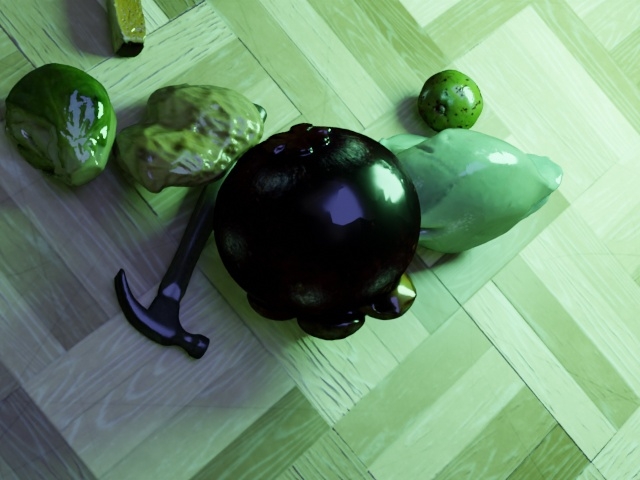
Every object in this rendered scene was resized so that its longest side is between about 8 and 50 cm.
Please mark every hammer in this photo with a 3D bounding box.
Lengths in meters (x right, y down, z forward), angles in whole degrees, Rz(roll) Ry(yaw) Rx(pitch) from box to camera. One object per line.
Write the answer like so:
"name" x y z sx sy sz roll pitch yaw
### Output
"hammer" -0.175 -0.036 1.984 0.168 0.044 0.440 30 58 -13

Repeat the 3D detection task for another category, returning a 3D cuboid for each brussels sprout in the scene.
"brussels sprout" -0.370 -0.175 1.896 0.183 0.131 0.145 45 62 4

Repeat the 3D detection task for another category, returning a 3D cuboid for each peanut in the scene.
"peanut" -0.204 -0.155 1.957 0.196 0.110 0.233 23 56 26

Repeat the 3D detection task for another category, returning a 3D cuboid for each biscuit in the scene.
"biscuit" -0.317 -0.384 2.061 0.052 0.056 0.188 -2 70 -25

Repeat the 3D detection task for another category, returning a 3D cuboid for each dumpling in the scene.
"dumpling" 0.207 -0.079 2.110 0.320 0.270 0.212 16 83 -46

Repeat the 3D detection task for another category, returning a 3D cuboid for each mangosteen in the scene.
"mangosteen" 0.000 0.000 1.900 0.307 0.306 0.347 -35 128 -33

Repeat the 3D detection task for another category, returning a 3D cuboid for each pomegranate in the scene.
"pomegranate" 0.232 -0.245 2.245 0.114 0.114 0.142 53 33 3
